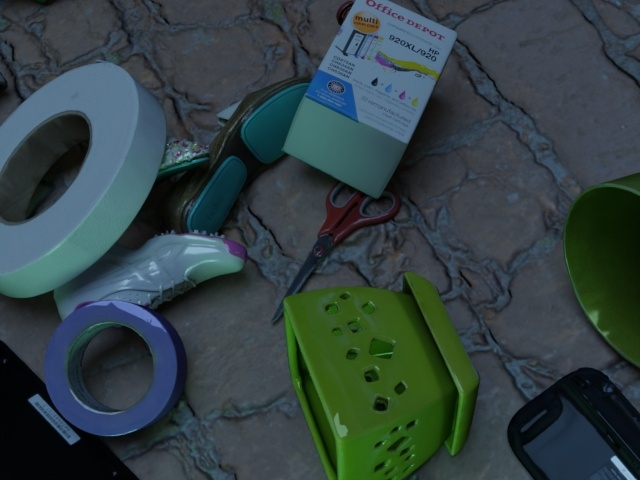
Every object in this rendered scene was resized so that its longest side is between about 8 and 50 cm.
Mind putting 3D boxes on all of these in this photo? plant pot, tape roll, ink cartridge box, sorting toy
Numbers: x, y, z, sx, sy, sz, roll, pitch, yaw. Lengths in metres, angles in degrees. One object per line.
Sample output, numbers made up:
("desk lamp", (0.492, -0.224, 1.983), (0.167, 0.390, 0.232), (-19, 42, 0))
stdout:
("plant pot", (0.531, 0.001, 1.625), (0.293, 0.275, 0.275), (-24, 57, -24))
("tape roll", (-0.402, -0.097, 1.826), (0.392, 0.072, 0.392), (-23, 46, 26))
("tape roll", (-0.288, 0.179, 1.692), (0.189, 0.080, 0.189), (-1, 83, 5))
("ink cartridge box", (0.077, -0.225, 1.826), (0.171, 0.168, 0.233), (26, 59, 0))
("sorting toy", (0.074, -0.378, 2.017), (0.102, 0.061, 0.042), (-25, 58, -28))
("plant pot", (0.083, 0.188, 1.591), (0.207, 0.227, 0.228), (-18, 57, -10))

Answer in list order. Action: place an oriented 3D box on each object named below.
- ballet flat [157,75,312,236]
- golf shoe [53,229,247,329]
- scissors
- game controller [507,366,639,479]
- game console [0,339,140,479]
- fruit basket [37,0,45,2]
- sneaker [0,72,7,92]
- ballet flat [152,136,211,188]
("ballet flat", (-0.141, -0.140, 1.897), (0.124, 0.116, 0.342), (20, 67, 41))
("golf shoe", (-0.255, 0.065, 1.791), (0.306, 0.115, 0.140), (-7, 69, 13))
("scissors", (0.000, 0.000, 1.831), (0.297, 0.021, 0.109), (-43, 65, -15))
("game controller", (0.388, 0.317, 1.563), (0.166, 0.067, 0.319), (-39, 60, 3))
("game console", (-0.480, 0.336, 1.651), (0.386, 0.060, 0.342), (39, 53, 25))
("fruit basket", (-0.488, -0.644, 2.196), (0.392, 0.283, 0.392), (25, 37, -20))
("sneaker", (-0.627, -0.197, 2.003), (0.108, 0.100, 0.271), (29, 72, 1))
("ballet flat", (-0.266, -0.117, 1.836), (0.241, 0.091, 0.077), (-23, 86, 39))
